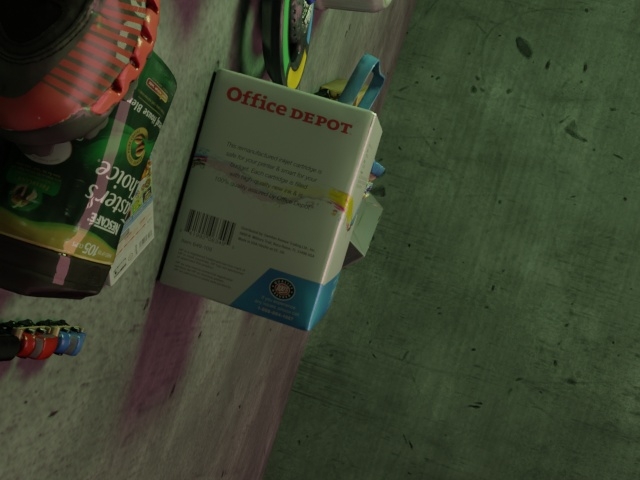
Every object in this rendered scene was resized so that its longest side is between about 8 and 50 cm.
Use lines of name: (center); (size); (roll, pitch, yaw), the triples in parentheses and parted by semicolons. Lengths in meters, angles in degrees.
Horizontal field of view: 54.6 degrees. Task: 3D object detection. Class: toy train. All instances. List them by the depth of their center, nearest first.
toy train: (-0.224, 0.077, 0.479); (0.158, 0.036, 0.027); (51, 56, -81)

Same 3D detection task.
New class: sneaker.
sneaker: (-0.130, -0.186, 0.333); (0.135, 0.098, 0.276); (74, 32, -77)

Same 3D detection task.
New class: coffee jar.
coffee jar: (-0.169, -0.050, 0.430); (0.096, 0.079, 0.184); (53, 55, -81)

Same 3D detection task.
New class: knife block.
knife block: (0.044, -0.304, 1.365); (0.242, 0.088, 0.275); (92, 18, -66)

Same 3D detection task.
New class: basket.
basket: (0.028, -0.179, 1.095); (0.289, 0.201, 0.255); (-64, 173, 11)

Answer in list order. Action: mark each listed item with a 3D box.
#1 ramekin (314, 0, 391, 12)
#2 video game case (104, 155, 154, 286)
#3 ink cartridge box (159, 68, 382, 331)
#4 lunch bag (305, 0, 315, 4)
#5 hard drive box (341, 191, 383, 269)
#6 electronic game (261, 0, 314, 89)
ramekin: (0.073, -0.494, 0.989); (0.273, 0.127, 0.272); (17, 90, -82)
video game case: (-0.188, -0.026, 0.603); (0.087, 0.011, 0.122); (-63, 168, -49)
ink cartridge box: (-0.052, -0.054, 0.814); (0.197, 0.198, 0.270); (-21, 128, -81)
lunch bag: (-0.002, -0.379, 0.496); (0.221, 0.138, 0.293); (-43, 163, 2)
hard drive box: (0.000, 0.000, 1.289); (0.232, 0.089, 0.181); (-30, -160, 35)
electronic game: (-0.035, -0.311, 0.832); (0.229, 0.048, 0.229); (9, 90, -84)
